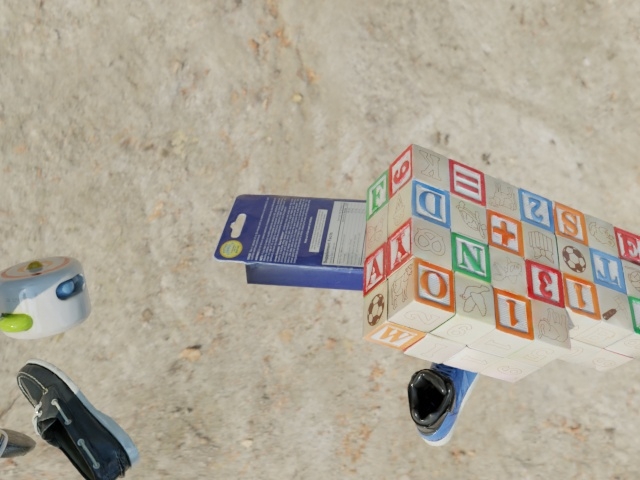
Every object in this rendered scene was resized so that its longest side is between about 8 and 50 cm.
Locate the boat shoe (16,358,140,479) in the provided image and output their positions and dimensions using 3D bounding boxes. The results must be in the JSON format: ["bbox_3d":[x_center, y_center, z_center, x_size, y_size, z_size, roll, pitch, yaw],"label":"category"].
[{"bbox_3d":[-0.445,0.313,1.408,0.302,0.114,0.091,28,43,29],"label":"boat shoe"}]

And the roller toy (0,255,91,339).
[{"bbox_3d":[-0.600,0.113,1.744,0.191,0.209,0.146,-14,106,-20],"label":"roller toy"}]

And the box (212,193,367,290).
[{"bbox_3d":[0.000,0.000,0.933,0.225,0.037,0.136,4,38,7],"label":"box"}]

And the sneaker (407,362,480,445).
[{"bbox_3d":[0.148,0.161,0.966,0.152,0.058,0.085,-64,149,-21],"label":"sneaker"}]

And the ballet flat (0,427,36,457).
[{"bbox_3d":[-0.691,0.429,1.663,0.250,0.084,0.058,19,92,-63],"label":"ballet flat"}]

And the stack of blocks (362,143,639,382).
[{"bbox_3d":[0.191,0.042,0.794,0.297,0.087,0.171,18,54,-22],"label":"stack of blocks"}]

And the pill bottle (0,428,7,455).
[{"bbox_3d":[-0.688,0.359,1.514,0.184,0.103,0.103,42,61,-23],"label":"pill bottle"}]
